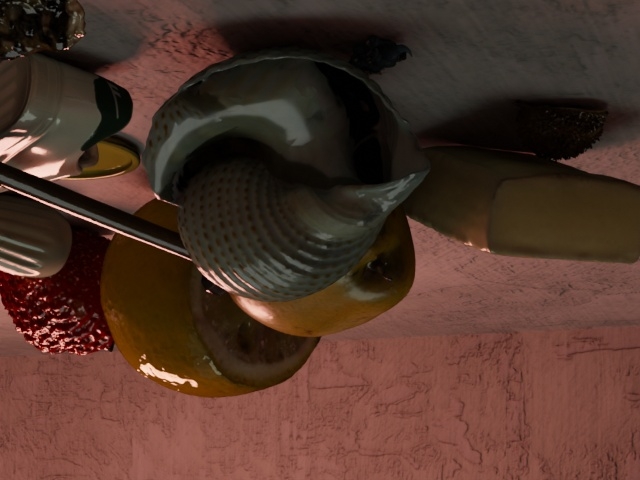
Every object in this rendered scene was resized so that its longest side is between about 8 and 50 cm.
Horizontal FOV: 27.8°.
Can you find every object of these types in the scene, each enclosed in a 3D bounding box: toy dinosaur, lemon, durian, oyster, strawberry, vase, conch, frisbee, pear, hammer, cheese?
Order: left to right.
[{"bbox_3d":[-0.349,-0.213,1.262,0.214,0.083,0.223,5,167,-20],"label":"oyster"},{"bbox_3d":[-0.531,-0.020,2.092,0.248,0.128,0.128,19,159,-35],"label":"vase"},{"bbox_3d":[-0.480,0.087,2.333,0.257,0.261,0.261,2,170,-42],"label":"strawberry"},{"bbox_3d":[-0.374,-0.122,1.844,0.236,0.017,0.236,0,168,0],"label":"frisbee"},{"bbox_3d":[-0.237,-0.020,1.569,0.365,0.043,0.111,22,148,-29],"label":"hammer"},{"bbox_3d":[-0.190,0.077,2.037,0.364,0.364,0.364,0,168,0],"label":"lemon"},{"bbox_3d":[-0.033,-0.092,1.479,0.319,0.303,0.215,-22,-158,17],"label":"conch"},{"bbox_3d":[-0.014,0.000,1.751,0.284,0.285,0.336,1,-175,-4],"label":"pear"},{"bbox_3d":[0.065,-0.204,1.430,0.047,0.031,0.083,7,167,-33],"label":"toy dinosaur"},{"bbox_3d":[0.269,-0.052,1.737,0.242,0.124,0.265,8,-171,-23],"label":"cheese"},{"bbox_3d":[0.300,-0.138,1.652,0.140,0.071,0.110,12,164,-27],"label":"durian"}]

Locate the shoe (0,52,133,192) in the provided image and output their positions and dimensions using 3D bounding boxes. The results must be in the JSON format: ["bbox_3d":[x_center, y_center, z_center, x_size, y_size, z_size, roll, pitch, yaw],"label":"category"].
[{"bbox_3d":[-0.365,-0.122,1.588,0.160,0.132,0.363,11,157,-36],"label":"shoe"}]
